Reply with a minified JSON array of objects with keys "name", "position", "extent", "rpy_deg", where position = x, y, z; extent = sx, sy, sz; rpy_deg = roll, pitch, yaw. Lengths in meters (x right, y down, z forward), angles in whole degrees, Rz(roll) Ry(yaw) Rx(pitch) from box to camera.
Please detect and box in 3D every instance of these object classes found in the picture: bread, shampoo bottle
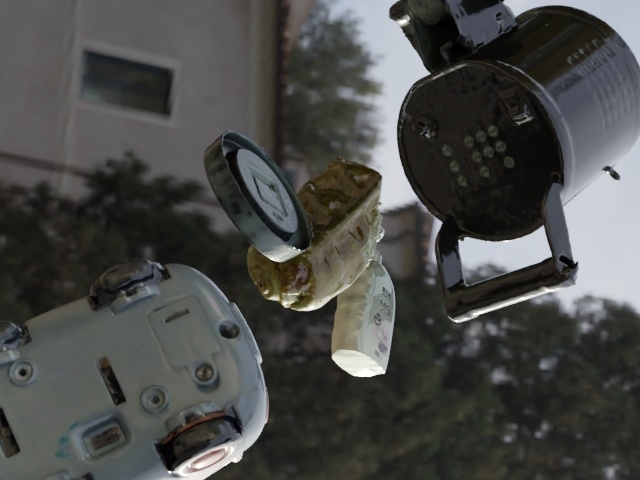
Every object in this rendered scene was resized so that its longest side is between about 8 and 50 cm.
[{"name":"bread","position":[0.000,0.000,1.004],"extent":[0.110,0.066,0.060],"rpy_deg":[-45,-173,-38]},{"name":"shampoo bottle","position":[0.047,0.056,1.590],"extent":[0.045,0.077,0.152],"rpy_deg":[-10,-123,28]}]

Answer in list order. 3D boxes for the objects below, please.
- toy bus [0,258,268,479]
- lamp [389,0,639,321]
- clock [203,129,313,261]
[{"name":"toy bus","position":[-0.187,0.164,1.438],"extent":[0.194,0.288,0.232],"rpy_deg":[61,-9,23]},{"name":"lamp","position":[0.230,-0.123,1.732],"extent":[0.205,0.272,0.374],"rpy_deg":[-23,-101,44]},{"name":"clock","position":[-0.036,-0.025,0.926],"extent":[0.017,0.085,0.085],"rpy_deg":[-34,-139,18]}]
